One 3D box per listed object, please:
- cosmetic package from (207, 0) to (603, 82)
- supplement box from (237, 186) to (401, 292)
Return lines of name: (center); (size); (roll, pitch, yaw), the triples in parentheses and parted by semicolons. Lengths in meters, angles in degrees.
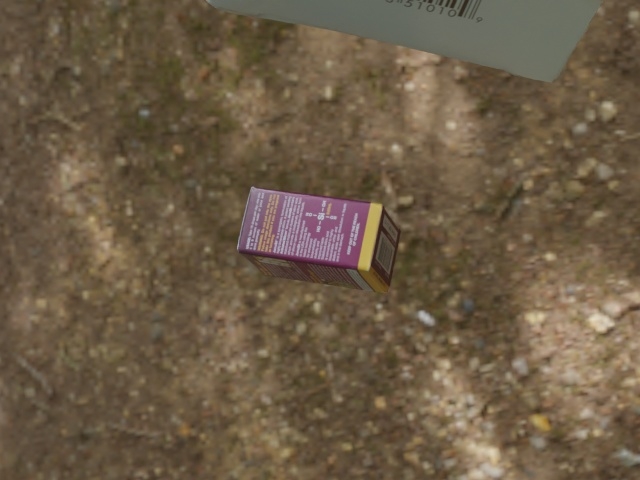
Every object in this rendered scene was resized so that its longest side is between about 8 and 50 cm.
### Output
cosmetic package: (0.069, -0.308, 0.773); (0.156, 0.217, 0.385); (113, 168, -61)
supplement box: (0.000, 0.000, 0.801); (0.083, 0.055, 0.043); (8, 77, 16)
